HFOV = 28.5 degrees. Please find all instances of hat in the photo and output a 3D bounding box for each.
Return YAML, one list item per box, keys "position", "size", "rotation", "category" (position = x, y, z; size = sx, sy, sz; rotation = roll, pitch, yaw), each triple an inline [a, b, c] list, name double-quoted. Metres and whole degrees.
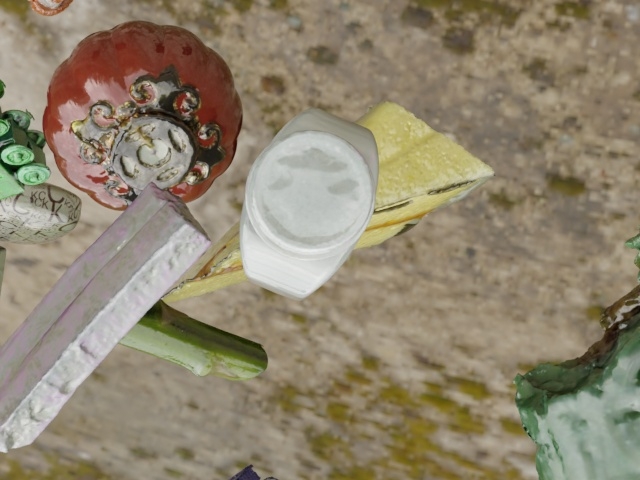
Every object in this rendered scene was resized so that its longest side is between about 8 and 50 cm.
- position: [-0.366, -0.387, 1.783]
  size: [0.093, 0.112, 0.162]
  rotation: [27, 165, -28]
  category: "hat"

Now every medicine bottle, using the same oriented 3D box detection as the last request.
- position: [-0.013, -0.033, 1.258]
  size: [0.124, 0.179, 0.324]
  rotation: [23, 175, 1]
  category: "medicine bottle"

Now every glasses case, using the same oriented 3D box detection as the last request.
- position: [-0.469, -0.043, 1.969]
  size: [0.137, 0.085, 0.355]
  rotation: [14, 170, -22]
  category: "glasses case"

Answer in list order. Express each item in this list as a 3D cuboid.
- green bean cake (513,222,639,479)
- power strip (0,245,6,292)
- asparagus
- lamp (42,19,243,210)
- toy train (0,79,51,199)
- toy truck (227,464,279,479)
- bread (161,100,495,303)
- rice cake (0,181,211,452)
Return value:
- position: [0.322, 0.114, 1.089]
  size: [0.308, 0.300, 0.169]
  rotation: [-15, 178, 13]
  category: "green bean cake"
- position: [-0.576, 0.134, 2.093]
  size: [0.048, 0.286, 0.080]
  rotation: [18, -165, 22]
  category: "power strip"
- position: [-0.177, 0.106, 1.431]
  size: [0.278, 0.067, 0.060]
  rotation: [28, 162, -38]
  category: "asparagus"
- position: [-0.202, -0.141, 1.434]
  size: [0.227, 0.227, 0.227]
  rotation: [13, 153, 7]
  category: "lamp"
- position: [-0.431, -0.135, 1.585]
  size: [0.119, 0.085, 0.251]
  rotation: [-18, 150, 7]
  category: "toy train"
- position: [-0.067, 0.434, 1.576]
  size: [0.124, 0.155, 0.268]
  rotation: [-41, 86, 35]
  category: "toy truck"
- position: [0.000, 0.000, 1.931]
  size: [0.242, 0.405, 0.346]
  rotation: [42, 159, -7]
  category: "bread"
- position: [-0.225, 0.071, 1.220]
  size: [0.298, 0.106, 0.050]
  rotation: [-47, 129, 12]
  category: "rice cake"
